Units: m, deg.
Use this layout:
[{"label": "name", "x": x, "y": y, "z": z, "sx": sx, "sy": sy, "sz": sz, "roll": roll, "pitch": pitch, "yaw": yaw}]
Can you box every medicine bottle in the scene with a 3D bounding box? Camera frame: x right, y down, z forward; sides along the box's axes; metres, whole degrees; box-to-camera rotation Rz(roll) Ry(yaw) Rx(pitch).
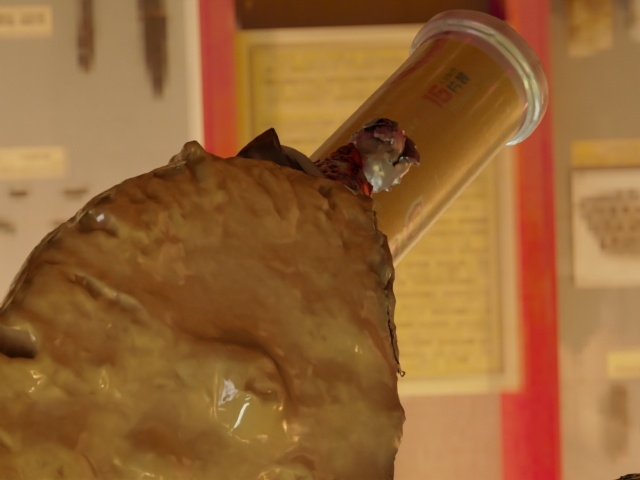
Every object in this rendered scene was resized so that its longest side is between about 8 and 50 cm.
[{"label": "medicine bottle", "x": 0.000, "y": 0.000, "z": 1.255, "sx": 0.108, "sy": 0.108, "sz": 0.426, "roll": 0, "pitch": -146, "yaw": 40}]

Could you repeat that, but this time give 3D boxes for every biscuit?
[{"label": "biscuit", "x": -0.048, "y": 0.102, "z": 0.634, "sx": 0.179, "sy": 0.281, "sz": 0.084, "roll": 13, "pitch": 159, "yaw": -36}]

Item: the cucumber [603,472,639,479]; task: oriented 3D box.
[{"label": "cucumber", "x": 0.154, "y": 0.135, "z": 0.914, "sx": 0.227, "sy": 0.069, "sz": 0.069, "roll": -19, "pitch": 179, "yaw": 14}]

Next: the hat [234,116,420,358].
[{"label": "hat", "x": -0.007, "y": -0.002, "z": 0.906, "sx": 0.129, "sy": 0.140, "sz": 0.227, "roll": 4, "pitch": -145, "yaw": 20}]
